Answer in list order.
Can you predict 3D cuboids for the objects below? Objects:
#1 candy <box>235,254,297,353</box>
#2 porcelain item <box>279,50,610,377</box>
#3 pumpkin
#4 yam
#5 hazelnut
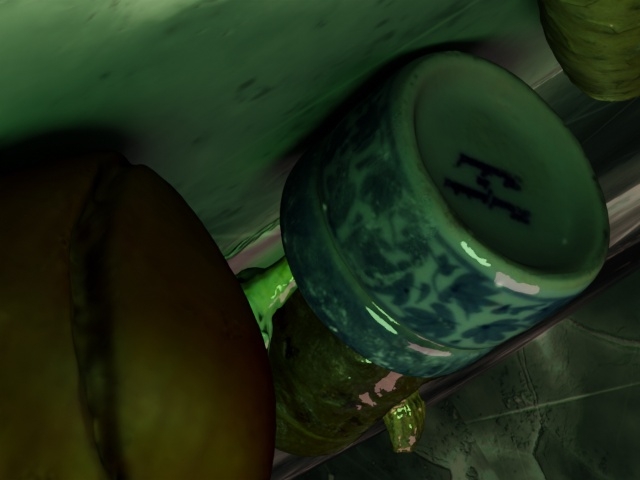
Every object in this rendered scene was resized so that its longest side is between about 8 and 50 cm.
[{"bbox_3d":[0.000,0.000,0.891,0.305,0.083,0.091,-41,151,8],"label":"candy"},{"bbox_3d":[0.062,-0.011,0.753,0.147,0.147,0.114,-19,163,-49],"label":"porcelain item"},{"bbox_3d":[0.031,0.081,1.055,0.219,0.162,0.219,-30,174,-4],"label":"pumpkin"},{"bbox_3d":[0.129,-0.124,0.632,0.083,0.083,0.371,-33,169,8],"label":"yam"},{"bbox_3d":[-0.106,0.056,0.570,0.208,0.208,0.208,-30,169,-6],"label":"hazelnut"}]
